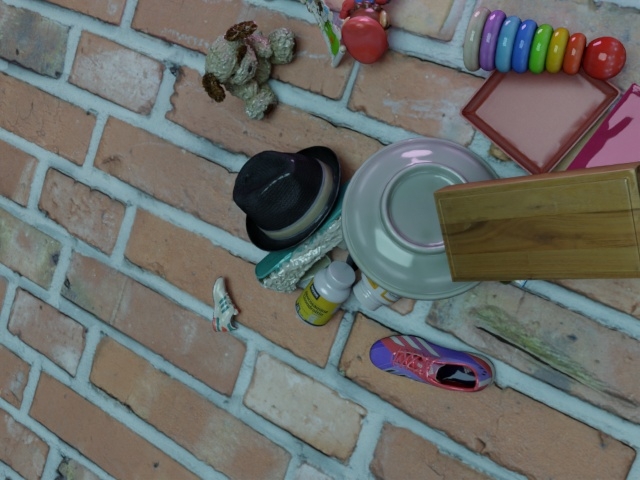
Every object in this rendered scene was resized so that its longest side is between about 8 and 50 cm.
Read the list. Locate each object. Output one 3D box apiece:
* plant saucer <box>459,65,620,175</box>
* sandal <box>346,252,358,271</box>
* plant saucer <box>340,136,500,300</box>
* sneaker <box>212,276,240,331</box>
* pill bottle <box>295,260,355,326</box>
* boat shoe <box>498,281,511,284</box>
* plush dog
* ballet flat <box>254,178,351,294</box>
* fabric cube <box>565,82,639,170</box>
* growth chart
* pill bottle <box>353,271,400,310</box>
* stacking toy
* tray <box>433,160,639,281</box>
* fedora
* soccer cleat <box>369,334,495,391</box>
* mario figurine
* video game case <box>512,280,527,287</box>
[{"bbox_3d":[0.498,-0.312,1.609,0.258,0.048,0.259,45,109,18],"label":"plant saucer"},{"bbox_3d":[0.154,-0.011,1.761,0.054,0.097,0.254,46,110,17],"label":"sandal"},{"bbox_3d":[0.245,-0.064,1.620,0.401,0.100,0.400,-1,76,4],"label":"plant saucer"},{"bbox_3d":[-0.266,0.183,2.006,0.076,0.057,0.161,2,91,10],"label":"sneaker"},{"bbox_3d":[0.015,0.135,1.801,0.103,0.103,0.184,50,133,16],"label":"pill bottle"},{"bbox_3d":[0.394,0.044,1.661,0.056,0.048,0.153,-45,78,-7],"label":"boat shoe"},{"bbox_3d":[-0.215,-0.474,1.856,0.211,0.225,0.262,31,105,22],"label":"plush dog"},{"bbox_3d":[0.000,0.000,1.831,0.409,0.147,0.147,-40,75,24],"label":"ballet flat"},{"bbox_3d":[0.662,-0.126,1.417,0.254,0.259,0.258,41,109,20],"label":"fabric cube"},{"bbox_3d":[0.007,-0.559,1.792,0.021,0.172,0.237,-23,82,-8],"label":"growth chart"},{"bbox_3d":[0.184,0.079,1.738,0.215,0.117,0.117,-42,74,21],"label":"pill bottle"},{"bbox_3d":[0.486,-0.415,1.518,0.331,0.141,0.141,15,98,21],"label":"stacking toy"},{"bbox_3d":[0.431,-0.026,1.382,0.411,0.076,0.202,-4,104,43],"label":"tray"},{"bbox_3d":[-0.111,-0.132,1.792,0.334,0.153,0.333,-25,51,35],"label":"fedora"},{"bbox_3d":[0.258,0.301,1.709,0.319,0.116,0.108,9,96,25],"label":"soccer cleat"},{"bbox_3d":[0.139,-0.596,1.758,0.170,0.198,0.320,8,87,-15],"label":"mario figurine"},{"bbox_3d":[0.438,0.018,1.668,0.166,0.015,0.119,34,105,22],"label":"video game case"}]
